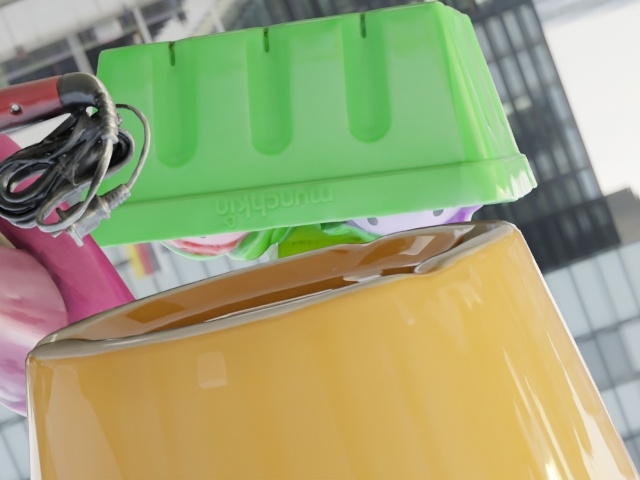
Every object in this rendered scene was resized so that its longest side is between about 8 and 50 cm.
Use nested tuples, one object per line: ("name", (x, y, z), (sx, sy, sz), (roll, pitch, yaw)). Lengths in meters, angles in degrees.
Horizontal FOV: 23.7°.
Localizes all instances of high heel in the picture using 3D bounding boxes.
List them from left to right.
("high heel", (-0.220, -0.021, 0.981), (0.127, 0.181, 0.377), (-47, -137, 19))

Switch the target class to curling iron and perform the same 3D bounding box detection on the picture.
("curling iron", (-0.205, -0.023, 0.640), (0.274, 0.068, 0.035), (-6, 164, 10))

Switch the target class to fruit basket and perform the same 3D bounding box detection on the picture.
("fruit basket", (0.000, 0.000, 1.310), (0.392, 0.392, 0.283), (-20, 179, 14))

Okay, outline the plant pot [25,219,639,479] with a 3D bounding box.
("plant pot", (0.010, 0.100, 0.392), (0.205, 0.188, 0.205), (-15, -176, 1))
